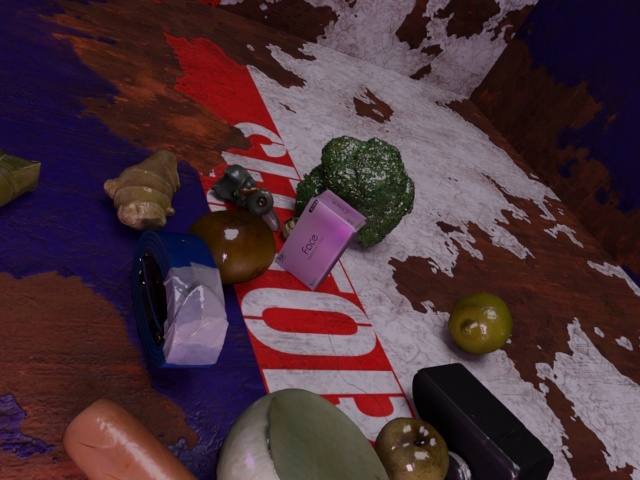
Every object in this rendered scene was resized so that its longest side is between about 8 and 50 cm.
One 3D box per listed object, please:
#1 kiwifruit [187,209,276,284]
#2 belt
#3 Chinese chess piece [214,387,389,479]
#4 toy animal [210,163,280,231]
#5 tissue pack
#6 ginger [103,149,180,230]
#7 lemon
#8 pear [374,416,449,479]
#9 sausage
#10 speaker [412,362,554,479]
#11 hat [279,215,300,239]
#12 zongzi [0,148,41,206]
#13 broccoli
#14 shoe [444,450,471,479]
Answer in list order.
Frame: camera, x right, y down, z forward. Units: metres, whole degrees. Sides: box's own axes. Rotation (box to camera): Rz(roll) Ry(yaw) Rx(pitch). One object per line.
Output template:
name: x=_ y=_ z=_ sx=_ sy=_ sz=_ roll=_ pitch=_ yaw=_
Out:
kiwifruit: x=-0.218 y=0.016 z=1.532 sx=0.234 sy=0.196 sz=0.196 roll=3 pitch=42 yaw=-48
belt: x=-0.306 y=0.115 z=1.299 sx=0.117 sy=0.212 sz=0.347 roll=10 pitch=34 yaw=-34
Chinese chess piece: x=-0.022 y=0.437 z=1.094 sx=0.349 sy=0.146 sz=0.349 roll=39 pitch=20 yaw=-17
toy animal: x=-0.201 y=-0.136 z=1.825 sx=0.236 sy=0.108 sz=0.138 roll=30 pitch=32 yaw=-6
tissue pack: x=0.000 y=0.000 z=1.682 sx=0.148 sy=0.246 sz=0.092 roll=37 pitch=32 yaw=8
ginger: x=-0.449 y=-0.141 z=1.611 sx=0.190 sy=0.126 sz=0.354 roll=18 pitch=30 yaw=-3
lemon: x=0.481 y=0.245 z=1.828 sx=0.184 sy=0.184 sz=0.248 roll=41 pitch=28 yaw=13
pear: x=0.198 y=0.468 z=1.324 sx=0.167 sy=0.137 sz=0.167 roll=18 pitch=36 yaw=-13
sausage: x=-0.292 y=0.395 z=1.015 sx=0.304 sy=0.121 sz=0.121 roll=38 pitch=32 yaw=11
speaker: x=0.371 y=0.489 z=1.468 sx=0.180 sy=0.184 sz=0.388 roll=2 pitch=32 yaw=-41
hat: x=-0.082 y=-0.026 z=1.827 sx=0.076 sy=0.059 sz=0.077 roll=53 pitch=40 yaw=3
zongzi: x=-0.773 y=-0.149 z=1.365 sx=0.204 sy=0.094 sz=0.205 roll=28 pitch=32 yaw=0
broccoli: x=0.130 y=-0.158 z=1.973 sx=0.321 sy=0.310 sz=0.413 roll=39 pitch=67 yaw=22
shoe: x=0.286 y=0.551 z=1.356 sx=0.099 sy=0.071 sz=0.169 roll=7 pitch=43 yaw=-31
